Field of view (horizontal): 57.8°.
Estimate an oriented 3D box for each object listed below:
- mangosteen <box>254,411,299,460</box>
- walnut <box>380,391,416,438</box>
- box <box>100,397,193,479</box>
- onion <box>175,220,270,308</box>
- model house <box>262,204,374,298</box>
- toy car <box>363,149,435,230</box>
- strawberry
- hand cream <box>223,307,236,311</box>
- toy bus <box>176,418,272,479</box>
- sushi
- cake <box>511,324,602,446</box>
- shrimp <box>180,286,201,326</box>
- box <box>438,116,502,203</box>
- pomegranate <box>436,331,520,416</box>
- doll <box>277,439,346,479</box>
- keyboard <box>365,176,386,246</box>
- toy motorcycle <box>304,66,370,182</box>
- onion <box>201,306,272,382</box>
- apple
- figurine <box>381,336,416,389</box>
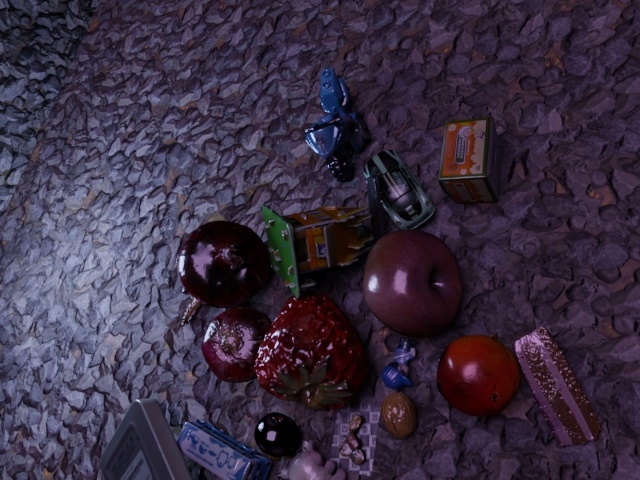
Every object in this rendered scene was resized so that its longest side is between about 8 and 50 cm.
[{"bbox_3d":[-0.129,0.591,1.717,0.137,0.137,0.151,14,111,32],"label":"mangosteen"},{"bbox_3d":[0.216,0.478,1.585,0.105,0.105,0.124,-15,79,23],"label":"walnut"},{"bbox_3d":[-0.563,0.741,1.831,0.373,0.090,0.367,51,119,32],"label":"box"},{"bbox_3d":[-0.323,0.075,1.929,0.314,0.232,0.313,2,74,-7],"label":"onion"},{"bbox_3d":[0.000,0.000,1.837,0.358,0.313,0.242,-149,51,-68],"label":"model house"},{"bbox_3d":[0.234,-0.173,1.827,0.136,0.125,0.305,-35,59,12],"label":"toy car"},{"bbox_3d":[-0.032,0.307,1.699,0.318,0.295,0.345,3,37,-6],"label":"strawberry"},{"bbox_3d":[-0.351,0.186,2.046,0.076,0.047,0.174,-48,47,7],"label":"hand cream"},{"bbox_3d":[-0.298,0.653,1.768,0.297,0.131,0.106,17,80,33],"label":"toy bus"},{"bbox_3d":[0.092,0.557,1.657,0.139,0.031,0.200,-1,70,29],"label":"sushi"},{"bbox_3d":[0.588,0.363,1.451,0.116,0.113,0.295,-27,73,18],"label":"cake"},{"bbox_3d":[-0.478,0.221,2.101,0.124,0.034,0.178,29,88,39],"label":"shrimp"},{"bbox_3d":[0.441,-0.231,1.705,0.148,0.177,0.194,0,70,29],"label":"box"},{"bbox_3d":[0.403,0.334,1.482,0.210,0.210,0.235,-5,35,27],"label":"pomegranate"},{"bbox_3d":[-0.022,0.668,1.635,0.192,0.095,0.149,30,92,33],"label":"doll"},{"bbox_3d":[0.175,-0.084,1.803,0.072,0.023,0.231,-164,65,-67],"label":"keyboard"},{"bbox_3d":[0.048,-0.405,1.957,0.172,0.232,0.416,-11,65,27],"label":"toy motorcycle"},{"bbox_3d":[-0.251,0.329,1.845,0.247,0.190,0.246,-2,79,10],"label":"onion"},{"bbox_3d":[0.247,0.122,1.610,0.235,0.306,0.305,-19,59,48],"label":"apple"},{"bbox_3d":[0.228,0.349,1.645,0.086,0.087,0.149,-16,54,65],"label":"figurine"}]
